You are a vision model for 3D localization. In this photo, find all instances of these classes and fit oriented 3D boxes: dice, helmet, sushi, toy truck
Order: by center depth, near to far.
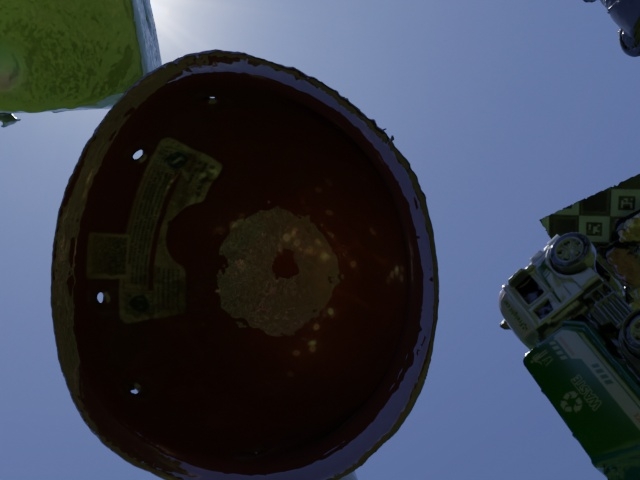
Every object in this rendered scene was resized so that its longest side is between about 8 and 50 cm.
[{"bbox_3d":[0.251,0.109,0.558,0.124,0.253,0.114,-41,-52,11],"label":"toy truck"},{"bbox_3d":[-0.036,0.031,0.598,0.230,0.385,0.337,11,-88,-60],"label":"helmet"},{"bbox_3d":[-0.368,-0.303,0.937,0.250,0.252,0.254,-10,-76,-4],"label":"dice"},{"bbox_3d":[0.618,0.027,1.276,0.292,0.059,0.294,-26,-79,34],"label":"sushi"}]

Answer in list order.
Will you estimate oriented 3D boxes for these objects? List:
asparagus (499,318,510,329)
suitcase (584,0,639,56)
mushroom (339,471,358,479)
[{"bbox_3d":[0.334,0.098,0.995,0.165,0.036,0.030,-22,-111,-23],"label":"asparagus"},{"bbox_3d":[0.523,-0.422,0.803,0.345,0.188,0.339,-16,-27,-15],"label":"suitcase"},{"bbox_3d":[0.013,0.372,0.998,0.122,0.329,0.159,35,-91,-35],"label":"mushroom"}]
